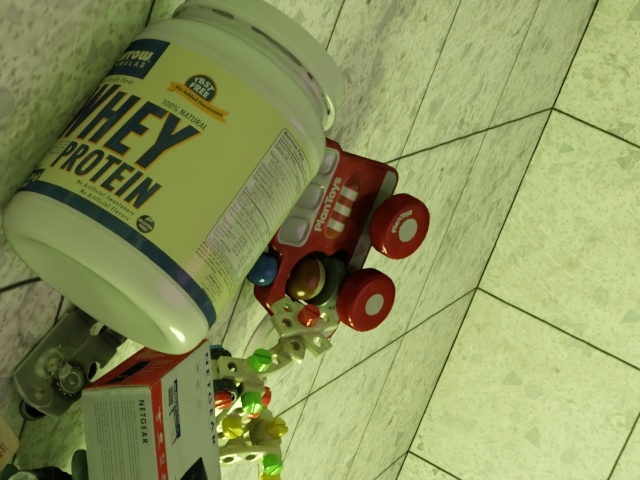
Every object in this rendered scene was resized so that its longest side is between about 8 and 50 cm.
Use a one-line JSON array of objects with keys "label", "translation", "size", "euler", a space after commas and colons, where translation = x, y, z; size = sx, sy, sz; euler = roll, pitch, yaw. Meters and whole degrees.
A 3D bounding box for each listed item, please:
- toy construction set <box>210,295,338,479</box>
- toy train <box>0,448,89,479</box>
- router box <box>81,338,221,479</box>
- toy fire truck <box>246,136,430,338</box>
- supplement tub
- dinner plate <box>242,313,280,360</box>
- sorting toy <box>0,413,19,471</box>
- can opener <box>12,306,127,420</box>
[{"label": "toy construction set", "translation": [-0.098, 0.231, 1.981], "size": [0.215, 0.151, 0.328], "euler": [10, 121, -27]}, {"label": "toy train", "translation": [-0.291, 0.370, 1.652], "size": [0.334, 0.142, 0.190], "euler": [59, 20, -68]}, {"label": "router box", "translation": [-0.190, 0.307, 1.640], "size": [0.301, 0.082, 0.335], "euler": [-41, 126, -80]}, {"label": "toy fire truck", "translation": [0.000, 0.000, 2.046], "size": [0.254, 0.169, 0.302], "euler": [14, 104, -46]}, {"label": "supplement tub", "translation": [-0.141, -0.075, 1.391], "size": [0.325, 0.235, 0.235], "euler": [-57, 161, -19]}, {"label": "dinner plate", "translation": [-0.088, 0.173, 2.225], "size": [0.141, 0.017, 0.141], "euler": [-54, 160, -29]}, {"label": "sorting toy", "translation": [-0.425, 0.227, 1.277], "size": [0.255, 0.089, 0.257], "euler": [-55, 161, -23]}, {"label": "can opener", "translation": [-0.259, 0.094, 1.607], "size": [0.283, 0.076, 0.095], "euler": [-52, -169, -31]}]
